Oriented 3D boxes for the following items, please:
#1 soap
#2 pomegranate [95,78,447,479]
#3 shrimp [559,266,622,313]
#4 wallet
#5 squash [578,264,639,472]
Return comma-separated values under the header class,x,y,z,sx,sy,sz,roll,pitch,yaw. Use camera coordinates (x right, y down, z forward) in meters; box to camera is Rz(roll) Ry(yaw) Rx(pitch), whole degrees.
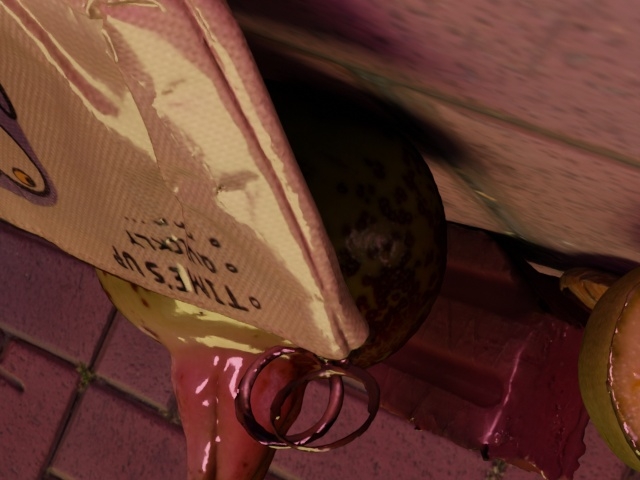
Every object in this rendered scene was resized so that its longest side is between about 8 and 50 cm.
class,x,y,z,sx,sy,sz,roll,pitch,yaw
soap,0.124,0.085,1.063,0.112,0.182,0.289,28,173,-29
pomegranate,-0.034,0.030,0.712,0.214,0.248,0.214,8,161,3
shrimp,0.290,0.079,0.861,0.289,0.075,0.178,38,-176,40
wallet,-0.123,-0.061,0.547,0.335,0.068,0.275,23,143,36
squash,0.209,0.075,0.680,0.132,0.132,0.247,23,176,8
